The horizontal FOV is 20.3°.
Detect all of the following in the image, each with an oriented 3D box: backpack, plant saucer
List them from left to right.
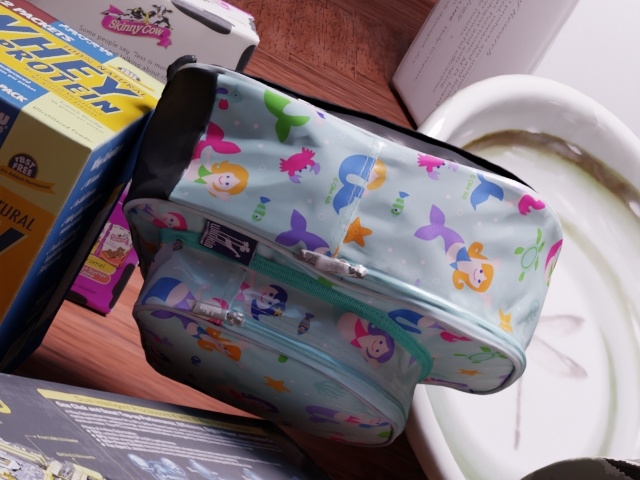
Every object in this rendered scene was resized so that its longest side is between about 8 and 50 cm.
[{"bbox_3d":[0.011,0.018,1.075,0.253,0.191,0.225,14,-16,1],"label":"backpack"},{"bbox_3d":[0.162,0.079,1.344,0.400,0.100,0.400,18,64,-40],"label":"plant saucer"}]

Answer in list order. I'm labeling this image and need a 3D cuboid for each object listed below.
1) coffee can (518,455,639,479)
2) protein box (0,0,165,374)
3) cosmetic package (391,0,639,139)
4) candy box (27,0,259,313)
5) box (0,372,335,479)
[{"bbox_3d":[0.238,0.232,1.090,0.275,0.201,0.201,8,28,-50],"label":"coffee can"},{"bbox_3d":[-0.209,-0.023,1.068,0.136,0.201,0.200,30,17,1],"label":"protein box"},{"bbox_3d":[0.338,-0.204,2.280,0.329,0.327,0.393,24,19,-21],"label":"cosmetic package"},{"bbox_3d":[-0.167,-0.085,1.261,0.159,0.233,0.071,26,18,-17],"label":"candy box"},{"bbox_3d":[-0.048,0.190,0.831,0.318,0.097,0.395,42,12,30],"label":"box"}]
